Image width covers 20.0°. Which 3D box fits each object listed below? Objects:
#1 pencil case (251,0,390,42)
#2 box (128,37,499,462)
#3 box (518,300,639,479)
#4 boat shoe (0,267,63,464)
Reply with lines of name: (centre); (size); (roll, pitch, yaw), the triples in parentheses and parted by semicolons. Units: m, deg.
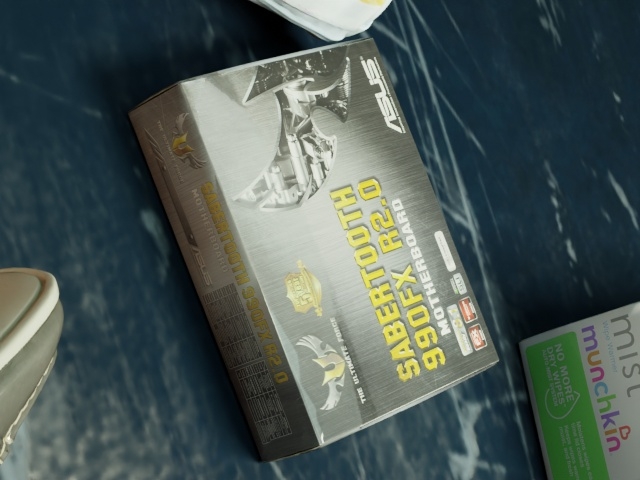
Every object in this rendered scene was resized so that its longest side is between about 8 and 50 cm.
pencil case: (-0.069, -0.212, 1.105); (0.273, 0.113, 0.124); (16, 56, -40)
box: (0.000, 0.000, 1.126); (0.183, 0.056, 0.231); (-18, 86, -47)
box: (0.281, 0.179, 1.277); (0.231, 0.127, 0.261); (0, 73, -44)
boat shoe: (-0.230, 0.135, 0.820); (0.335, 0.112, 0.095); (-45, 131, -40)
